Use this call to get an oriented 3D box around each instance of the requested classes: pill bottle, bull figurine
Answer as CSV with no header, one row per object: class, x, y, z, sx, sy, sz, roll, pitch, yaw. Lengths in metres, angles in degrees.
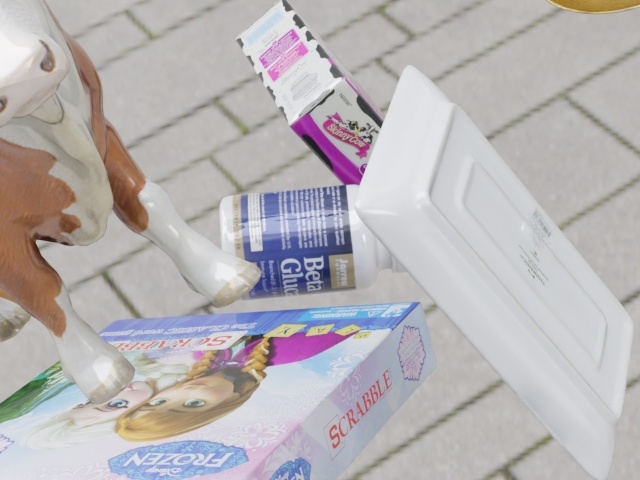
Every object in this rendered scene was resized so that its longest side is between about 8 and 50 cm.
pill bottle,0.000,0.000,1.304,0.169,0.094,0.094,-5,45,1
bull figurine,-0.142,-0.024,0.576,0.310,0.188,0.101,-8,34,52

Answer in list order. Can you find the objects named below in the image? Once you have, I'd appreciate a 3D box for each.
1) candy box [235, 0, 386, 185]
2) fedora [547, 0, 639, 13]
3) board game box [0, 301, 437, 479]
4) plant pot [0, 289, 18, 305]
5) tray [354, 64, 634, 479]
candy box,0.013,-0.127,1.450,0.071,0.159,0.233,-40,32,6
fedora,0.223,-0.267,1.130,0.194,0.079,0.194,-14,57,23
board game box,-0.115,0.144,1.163,0.318,0.066,0.318,-6,18,29
plant pot,-0.475,-0.034,1.701,0.291,0.203,0.291,8,35,-6
tray,0.128,0.020,0.949,0.030,0.270,0.145,-23,31,35
